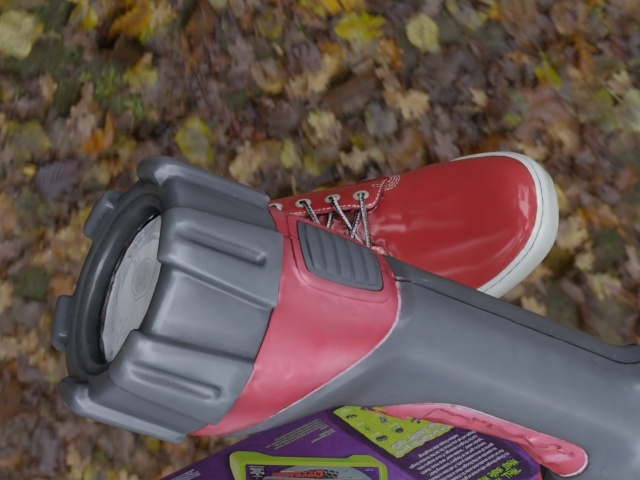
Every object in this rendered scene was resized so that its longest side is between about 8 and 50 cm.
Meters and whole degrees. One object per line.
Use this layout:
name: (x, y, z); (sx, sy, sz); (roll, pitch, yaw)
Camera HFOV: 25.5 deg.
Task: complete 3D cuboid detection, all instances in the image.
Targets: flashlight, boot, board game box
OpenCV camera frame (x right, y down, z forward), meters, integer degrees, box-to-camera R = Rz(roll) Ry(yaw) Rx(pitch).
flashlight: (0.046, 0.062, 0.582); (0.304, 0.103, 0.103); (22, 82, -29)
boot: (0.000, 0.000, 0.818); (0.244, 0.088, 0.176); (-19, 160, 39)
board game box: (0.025, 0.218, 1.129); (0.347, 0.208, 0.056); (-19, 126, -43)
